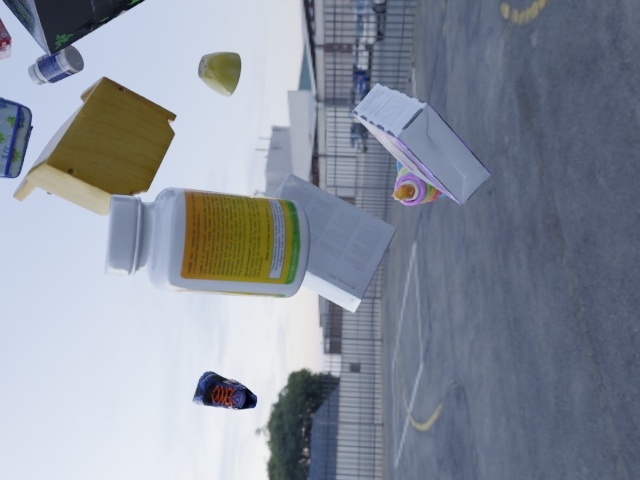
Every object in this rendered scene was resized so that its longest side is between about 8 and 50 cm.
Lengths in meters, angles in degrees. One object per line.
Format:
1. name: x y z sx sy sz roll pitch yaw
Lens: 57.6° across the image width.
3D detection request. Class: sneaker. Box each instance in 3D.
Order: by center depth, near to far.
1. sneaker: -0.222 0.363 1.387 0.221 0.087 0.083 30 -107 -61

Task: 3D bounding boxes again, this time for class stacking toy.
1. stacking toy: 0.301 -0.176 1.882 0.302 0.175 0.166 -38 -60 -60

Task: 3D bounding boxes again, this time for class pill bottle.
1. pill bottle: -0.149 0.002 0.761 0.136 0.245 0.137 -175 90 -68
2. pill bottle: -0.626 -0.411 1.374 0.067 0.120 0.067 -16 -90 -71

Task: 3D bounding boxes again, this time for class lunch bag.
1. lunch bag: -0.890 -0.284 1.589 0.090 0.176 0.219 25 100 55

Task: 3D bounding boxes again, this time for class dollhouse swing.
1. dollhouse swing: -0.632 -0.217 1.633 0.305 0.315 0.347 -42 27 47

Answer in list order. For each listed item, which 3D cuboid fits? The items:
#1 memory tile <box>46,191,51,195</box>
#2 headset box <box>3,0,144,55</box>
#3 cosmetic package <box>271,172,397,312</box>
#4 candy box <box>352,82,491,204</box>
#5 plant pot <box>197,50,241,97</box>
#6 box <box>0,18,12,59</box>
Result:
1. memory tile: -0.738 -0.201 1.662 0.148 0.012 0.113 -48 17 46
2. headset box: -0.395 -0.463 0.944 0.131 0.246 0.283 50 160 -4
3. cosmetic package: 0.000 0.000 1.722 0.284 0.377 0.097 -58 -7 -36
4. candy box: 0.156 -0.158 0.931 0.070 0.165 0.196 -48 27 6
5. plant pot: -0.306 -0.501 1.721 0.134 0.095 0.134 -15 72 55
6. box: -0.772 -0.501 1.216 0.122 0.128 0.257 -8 110 60
